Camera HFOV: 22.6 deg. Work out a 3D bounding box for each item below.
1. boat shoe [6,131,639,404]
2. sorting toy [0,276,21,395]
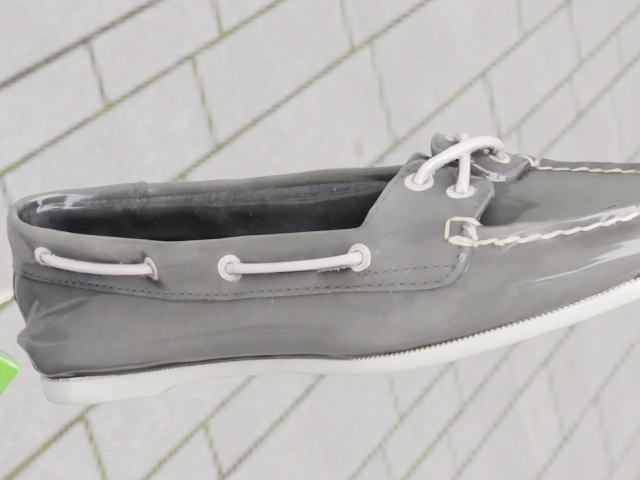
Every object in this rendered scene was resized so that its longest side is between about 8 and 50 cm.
[{"bbox_3d":[0.000,0.000,0.684,0.112,0.335,0.095,-39,114,-59],"label":"boat shoe"},{"bbox_3d":[-0.276,0.107,1.141,0.047,0.348,0.196,29,89,-23],"label":"sorting toy"}]
